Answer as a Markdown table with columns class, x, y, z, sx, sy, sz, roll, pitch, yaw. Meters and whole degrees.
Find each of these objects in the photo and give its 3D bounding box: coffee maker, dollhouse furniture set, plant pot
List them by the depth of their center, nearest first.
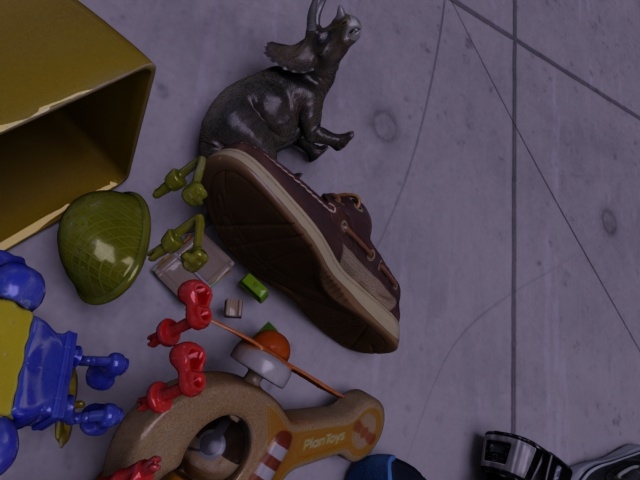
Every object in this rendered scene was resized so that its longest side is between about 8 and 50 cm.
| class | x | y | z | sx | sy | sz | roll | pitch | yaw |
| --- | --- | --- | --- | --- | --- | --- | --- | --- | --- |
| plant pot | -0.294 | -0.115 | 0.443 | 0.212 | 0.212 | 0.187 | -40 | 91 | -32 |
| dollhouse furniture set | -0.113 | 0.066 | 0.619 | 0.151 | 0.059 | 0.076 | 43 | 66 | 4 |
| coffee maker | 0.272 | 0.383 | 0.755 | 0.178 | 0.120 | 0.171 | -59 | 134 | -27 |

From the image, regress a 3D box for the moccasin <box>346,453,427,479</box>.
| class | x | y | z | sx | sy | sz | roll | pitch | yaw |
| --- | --- | --- | --- | --- | --- | --- | --- | --- | --- |
| moccasin | 0.076 | 0.424 | 0.594 | 0.116 | 0.137 | 0.342 | 29 | 66 | -29 |

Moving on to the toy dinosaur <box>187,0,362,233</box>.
| class | x | y | z | sx | sy | sz | roll | pitch | yaw |
| --- | --- | --- | --- | --- | --- | --- | --- | --- | --- |
| toy dinosaur | -0.068 | -0.137 | 0.652 | 0.313 | 0.121 | 0.160 | -43 | 106 | -7 |

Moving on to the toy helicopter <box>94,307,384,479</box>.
| class | x | y | z | sx | sy | sz | roll | pitch | yaw |
| --- | --- | --- | --- | --- | --- | --- | --- | --- | --- |
| toy helicopter | -0.048 | 0.193 | 0.561 | 0.354 | 0.140 | 0.235 | 9 | 92 | -47 |

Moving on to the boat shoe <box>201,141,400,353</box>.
| class | x | y | z | sx | sy | sz | roll | pitch | yaw |
| --- | --- | --- | --- | --- | --- | --- | --- | --- | --- |
| boat shoe | 0.000 | 0.000 | 0.630 | 0.342 | 0.123 | 0.123 | 47 | 51 | -32 |

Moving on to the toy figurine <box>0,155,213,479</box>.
| class | x | y | z | sx | sy | sz | roll | pitch | yaw |
| --- | --- | --- | --- | --- | --- | --- | --- | --- | --- |
| toy figurine | -0.220 | 0.053 | 0.383 | 0.217 | 0.191 | 0.363 | 30 | 44 | -43 |

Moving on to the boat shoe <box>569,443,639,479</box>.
| class | x | y | z | sx | sy | sz | roll | pitch | yaw |
| --- | --- | --- | --- | --- | --- | --- | --- | --- | --- |
| boat shoe | 0.502 | 0.415 | 0.879 | 0.334 | 0.119 | 0.121 | -12 | 86 | -34 |
